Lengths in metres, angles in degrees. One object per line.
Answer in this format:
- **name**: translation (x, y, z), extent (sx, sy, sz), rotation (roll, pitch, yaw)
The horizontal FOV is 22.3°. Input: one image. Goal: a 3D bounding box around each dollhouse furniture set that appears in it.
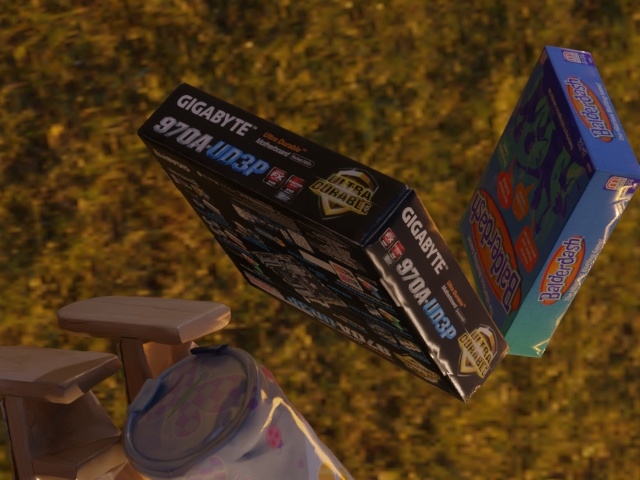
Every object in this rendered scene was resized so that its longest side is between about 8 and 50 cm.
- **dollhouse furniture set**: translation (-0.255, 0.266, 1.241), extent (0.394, 0.256, 0.362), rotation (-24, 111, -53)

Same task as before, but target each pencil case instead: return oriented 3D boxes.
- **pencil case**: translation (-0.036, 0.201, 1.225), extent (0.273, 0.124, 0.113), rotation (53, 42, -34)

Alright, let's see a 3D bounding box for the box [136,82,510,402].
- **box**: translation (0.000, 0.000, 1.040), extent (0.051, 0.220, 0.175), rotation (-50, 136, -15)

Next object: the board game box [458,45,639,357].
- **board game box**: translation (0.186, -0.031, 1.362), extent (0.047, 0.210, 0.160), rotation (7, 41, -18)
